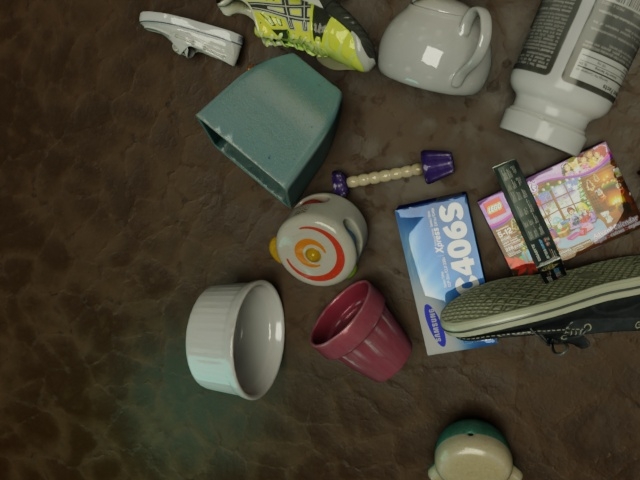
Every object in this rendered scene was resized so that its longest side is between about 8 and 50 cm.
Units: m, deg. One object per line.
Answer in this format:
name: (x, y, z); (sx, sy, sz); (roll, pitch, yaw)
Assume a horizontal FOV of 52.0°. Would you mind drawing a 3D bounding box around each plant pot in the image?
plant pot: (-0.083, -0.258, 1.456); (0.247, 0.247, 0.252); (40, 84, 4)
plant pot: (0.106, 0.222, 1.519); (0.180, 0.201, 0.201); (43, 106, -13)

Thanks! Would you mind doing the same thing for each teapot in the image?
teapot: (0.244, -0.412, 1.334); (0.256, 0.252, 0.187); (23, 117, 21)

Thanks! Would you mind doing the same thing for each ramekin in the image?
ramekin: (-0.199, 0.228, 1.546); (0.135, 0.277, 0.277); (1, 99, 22)

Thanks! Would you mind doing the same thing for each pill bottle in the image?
pill bottle: (0.507, -0.368, 1.309); (0.210, 0.210, 0.363); (23, 104, 8)

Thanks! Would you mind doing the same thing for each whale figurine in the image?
whale figurine: (0.363, 0.534, 1.550); (0.216, 0.141, 0.272); (-5, 122, 14)

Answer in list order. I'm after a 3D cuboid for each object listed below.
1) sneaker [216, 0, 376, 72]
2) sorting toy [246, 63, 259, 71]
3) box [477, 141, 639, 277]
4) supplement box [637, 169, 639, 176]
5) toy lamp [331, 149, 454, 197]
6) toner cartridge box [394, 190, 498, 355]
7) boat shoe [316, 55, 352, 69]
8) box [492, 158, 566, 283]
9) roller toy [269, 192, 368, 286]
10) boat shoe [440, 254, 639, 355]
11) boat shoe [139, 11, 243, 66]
sneaker: (-0.050, -0.453, 1.385); (0.384, 0.145, 0.147); (37, 88, 15)
sorting toy: (-0.172, -0.374, 1.545); (0.042, 0.061, 0.102); (34, 78, 20)
box: (0.520, -0.061, 1.434); (0.293, 0.057, 0.201); (-27, 91, 16)
supplement box: (0.702, -0.132, 1.367); (0.043, 0.083, 0.055); (-38, 90, 16)
toy lamp: (0.165, -0.151, 1.492); (0.274, 0.080, 0.080); (-11, 96, 14)
toner cartridge box: (0.289, 0.076, 1.502); (0.165, 0.075, 0.348); (-13, 96, 16)
boat shoe: (0.057, -0.416, 1.495); (0.132, 0.042, 0.049); (10, 126, 12)
box: (0.419, -0.035, 1.308); (0.051, 0.175, 0.220); (-24, 69, 16)
roller toy: (0.000, 0.000, 1.494); (0.209, 0.146, 0.191); (27, 126, 4)
boat shoe: (0.503, 0.154, 1.381); (0.499, 0.187, 0.156); (-11, 108, -4)
boat shoe: (-0.311, -0.473, 1.542); (0.258, 0.095, 0.084); (17, 98, 11)
